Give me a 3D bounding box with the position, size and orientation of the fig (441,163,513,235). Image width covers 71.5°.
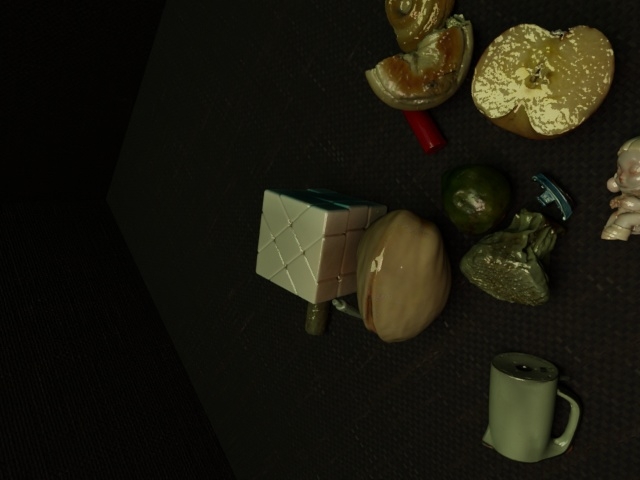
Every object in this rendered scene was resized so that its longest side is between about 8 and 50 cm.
[{"bbox_3d":[0.408,-0.127,1.234,0.245,0.196,0.195,43,124,42],"label":"fig"}]

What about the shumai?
[{"bbox_3d":[0.521,0.040,1.184,0.225,0.221,0.261,41,158,-11],"label":"shumai"}]

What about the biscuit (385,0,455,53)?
[{"bbox_3d":[0.290,-0.721,1.330,0.213,0.091,0.273,-33,71,44],"label":"biscuit"}]

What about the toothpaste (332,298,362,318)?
[{"bbox_3d":[0.114,0.243,1.532,0.067,0.255,0.037,15,79,38],"label":"toothpaste"}]

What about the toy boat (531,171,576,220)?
[{"bbox_3d":[0.591,-0.113,1.139,0.061,0.060,0.137,-41,72,19],"label":"toy boat"}]

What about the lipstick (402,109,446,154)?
[{"bbox_3d":[0.296,-0.398,1.383,0.073,0.073,0.279,-39,69,40],"label":"lipstick"}]

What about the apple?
[{"bbox_3d":[0.536,-0.380,1.086,0.293,0.163,0.251,29,105,24],"label":"apple"}]

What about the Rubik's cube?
[{"bbox_3d":[0.000,0.000,1.553,0.322,0.316,0.318,22,110,42],"label":"Rubik's cube"}]

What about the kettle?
[{"bbox_3d":[0.565,0.454,1.187,0.241,0.165,0.254,3,99,15],"label":"kettle"}]

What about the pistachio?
[{"bbox_3d":[0.244,0.101,1.312,0.282,0.365,0.444,24,139,33],"label":"pistachio"}]

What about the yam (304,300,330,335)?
[{"bbox_3d":[-0.008,0.253,1.749,0.093,0.093,0.258,22,110,40],"label":"yam"}]

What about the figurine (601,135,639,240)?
[{"bbox_3d":[0.710,-0.120,0.961,0.145,0.182,0.256,9,100,28],"label":"figurine"}]

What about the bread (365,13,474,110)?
[{"bbox_3d":[0.307,-0.482,1.276,0.314,0.171,0.191,-31,98,10],"label":"bread"}]
